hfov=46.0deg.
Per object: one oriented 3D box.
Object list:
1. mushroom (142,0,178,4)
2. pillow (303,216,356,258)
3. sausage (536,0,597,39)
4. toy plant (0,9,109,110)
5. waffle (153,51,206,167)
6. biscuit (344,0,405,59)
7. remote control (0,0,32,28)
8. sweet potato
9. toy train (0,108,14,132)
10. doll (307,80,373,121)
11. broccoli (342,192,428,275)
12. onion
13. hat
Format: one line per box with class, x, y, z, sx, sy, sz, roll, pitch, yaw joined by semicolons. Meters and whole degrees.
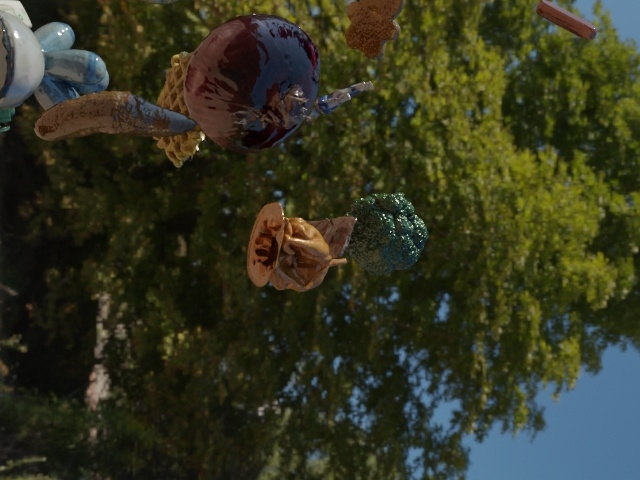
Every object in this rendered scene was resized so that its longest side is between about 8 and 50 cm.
mushroom;-0.518;-0.905;2.448;0.212;0.292;0.217;63;3;-47
pillow;0.000;0.000;2.082;0.248;0.049;0.135;-4;-123;47
sausage;0.499;-0.451;1.539;0.147;0.035;0.030;41;-41;31
toy plant;-0.647;-0.405;1.774;0.247;0.332;0.247;3;-86;38
waffle;-0.374;-0.370;2.055;0.329;0.062;0.329;-6;-98;53
biscuit;0.140;-0.563;1.852;0.166;0.036;0.225;36;-58;29
remote control;-0.906;-0.639;2.135;0.090;0.049;0.230;64;19;-9
sweet potato;-0.428;-0.256;1.533;0.114;0.342;0.092;82;7;-62
toy train;-0.929;-0.313;1.913;0.177;0.285;0.116;15;-60;33
doll;0.029;-0.375;2.046;0.114;0.227;0.057;-129;-162;-70
broccoli;0.185;-0.036;2.182;0.270;0.270;0.269;-81;180;-51
onion;-0.134;-0.342;1.743;0.285;0.348;0.347;42;-43;39
hat;-0.035;0.026;1.876;0.233;0.233;0.244;-107;-144;-49
